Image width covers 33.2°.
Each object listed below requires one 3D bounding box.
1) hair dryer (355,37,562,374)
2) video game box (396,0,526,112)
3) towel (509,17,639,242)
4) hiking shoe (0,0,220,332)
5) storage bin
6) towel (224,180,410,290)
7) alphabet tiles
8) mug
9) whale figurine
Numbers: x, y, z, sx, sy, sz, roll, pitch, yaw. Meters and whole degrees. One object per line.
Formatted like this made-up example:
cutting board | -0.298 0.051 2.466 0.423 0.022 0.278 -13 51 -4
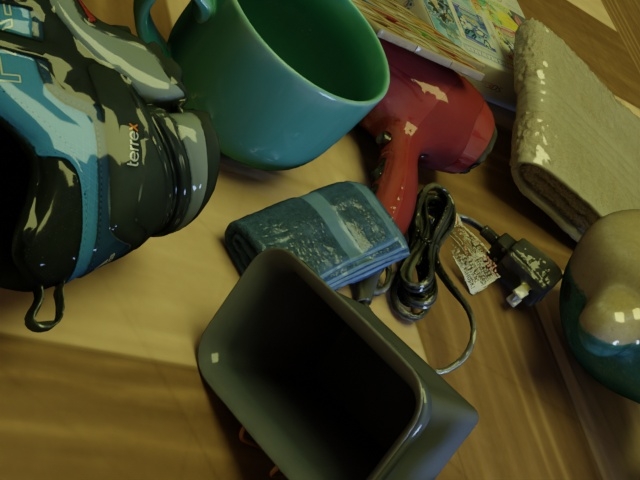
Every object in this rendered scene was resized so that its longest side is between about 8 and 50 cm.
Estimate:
hair dryer | 0.067 -0.061 0.788 0.223 0.080 0.294 -18 72 -54
video game box | 0.137 -0.223 1.057 0.205 0.048 0.187 12 48 -44
towel | 0.271 -0.069 1.031 0.282 0.049 0.187 35 46 -32
hiking shoe | -0.183 -0.108 0.509 0.304 0.113 0.132 45 44 5
storage bin | 0.012 0.082 0.570 0.135 0.098 0.091 43 13 37
towel | 0.000 0.000 0.672 0.119 0.029 0.067 -22 73 -42
alphabet tiles | 0.022 -0.197 0.846 0.198 0.009 0.237 13 25 -43
mug | -0.045 -0.119 0.692 0.157 0.097 0.129 42 36 -10
whale figurine | 0.283 0.091 0.807 0.216 0.141 0.272 6 33 -19
